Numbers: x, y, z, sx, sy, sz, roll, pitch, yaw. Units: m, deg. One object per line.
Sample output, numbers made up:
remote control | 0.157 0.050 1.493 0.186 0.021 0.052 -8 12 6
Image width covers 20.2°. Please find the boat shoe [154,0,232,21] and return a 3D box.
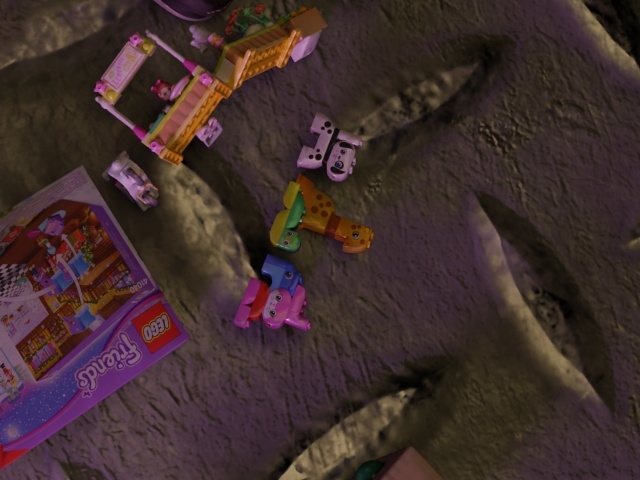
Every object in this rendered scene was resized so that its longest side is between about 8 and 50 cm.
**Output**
boat shoe | -0.224 -0.336 1.781 0.335 0.095 0.112 31 76 -8

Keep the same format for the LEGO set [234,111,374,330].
LEGO set | 0.000 0.000 1.792 0.093 0.087 0.227 20 77 5

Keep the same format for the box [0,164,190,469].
box | -0.291 0.086 1.682 0.293 0.057 0.201 -34 95 -31

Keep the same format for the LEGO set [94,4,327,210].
LEGO set | -0.121 -0.170 1.776 0.107 0.132 0.287 37 71 15

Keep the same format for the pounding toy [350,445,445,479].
pounding toy | 0.059 0.272 1.758 0.141 0.130 0.100 46 62 -4
